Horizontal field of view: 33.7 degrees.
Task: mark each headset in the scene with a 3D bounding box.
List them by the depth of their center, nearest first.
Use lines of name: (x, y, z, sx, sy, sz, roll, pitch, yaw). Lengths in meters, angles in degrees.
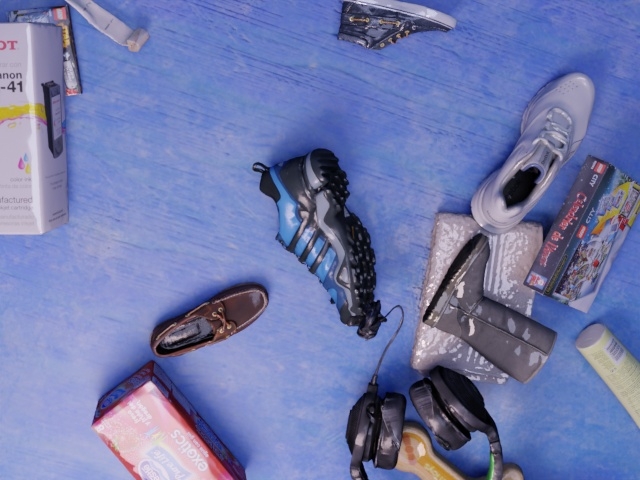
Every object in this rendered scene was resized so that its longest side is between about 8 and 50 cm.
headset: (0.143, 0.285, 1.663, 0.243, 0.185, 0.394, -18, 95, 9)

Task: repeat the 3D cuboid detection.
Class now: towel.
towel: (0.258, 0.098, 1.756, 0.187, 0.049, 0.282, 7, 98, -9)

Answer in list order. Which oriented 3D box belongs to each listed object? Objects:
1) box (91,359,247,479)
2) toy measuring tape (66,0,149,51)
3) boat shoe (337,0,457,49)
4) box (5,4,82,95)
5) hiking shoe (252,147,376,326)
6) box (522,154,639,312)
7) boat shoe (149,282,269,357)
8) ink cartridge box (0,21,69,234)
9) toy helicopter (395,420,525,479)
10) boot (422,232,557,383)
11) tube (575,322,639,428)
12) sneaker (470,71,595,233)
box: (-0.237, 0.335, 1.690, 0.122, 0.128, 0.257, -38, 102, 0)
toy measuring tape: (-0.381, -0.412, 1.557, 0.330, 0.121, 0.121, 36, 93, -11)
boat shoe: (0.118, -0.334, 1.666, 0.183, 0.065, 0.083, 12, 100, -3)
box: (-0.422, -0.286, 1.620, 0.094, 0.027, 0.137, -7, 100, -4)
hiking shoe: (0.000, 0.000, 1.696, 0.132, 0.113, 0.304, -9, 109, 25)
box: (0.434, -0.007, 1.721, 0.159, 0.044, 0.233, 21, 97, -47)
boat shoe: (-0.175, 0.134, 1.696, 0.207, 0.073, 0.073, -28, 100, -4)
ink cartridge box: (-0.501, -0.166, 1.561, 0.226, 0.131, 0.306, 0, 101, 5)
toy helicopter: (0.238, 0.451, 1.790, 0.355, 0.140, 0.235, 42, 101, -1)
boot: (0.292, 0.111, 1.702, 0.208, 0.076, 0.190, 28, 106, -3)
tube: (0.530, 0.243, 1.813, 0.240, 0.062, 0.070, 46, 135, -16)
sneaker: (0.356, -0.140, 1.681, 0.111, 0.129, 0.297, 31, 84, -3)
